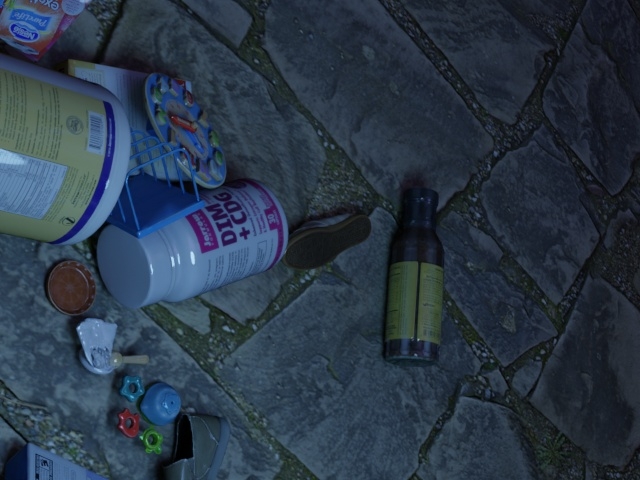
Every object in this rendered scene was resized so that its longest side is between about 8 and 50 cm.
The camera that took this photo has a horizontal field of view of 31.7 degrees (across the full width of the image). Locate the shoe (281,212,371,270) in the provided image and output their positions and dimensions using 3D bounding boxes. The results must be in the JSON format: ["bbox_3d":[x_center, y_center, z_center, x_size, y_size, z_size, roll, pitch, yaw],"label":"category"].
[{"bbox_3d":[0.000,0.000,2.056,0.219,0.058,0.077,-20,115,-41],"label":"shoe"}]

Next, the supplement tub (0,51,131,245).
[{"bbox_3d":[-0.451,-0.135,1.511,0.331,0.241,0.241,15,71,-41],"label":"supplement tub"}]

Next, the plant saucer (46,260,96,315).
[{"bbox_3d":[-0.377,0.072,1.698,0.083,0.013,0.084,12,73,-43],"label":"plant saucer"}]

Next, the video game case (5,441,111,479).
[{"bbox_3d":[-0.319,0.437,1.545,0.244,0.061,0.270,35,23,-33],"label":"video game case"}]

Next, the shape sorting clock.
[{"bbox_3d":[-0.211,-0.175,1.777,0.206,0.040,0.206,48,27,-34],"label":"shape sorting clock"}]

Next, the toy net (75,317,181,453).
[{"bbox_3d":[-0.306,0.217,1.716,0.232,0.045,0.122,49,53,-23],"label":"toy net"}]

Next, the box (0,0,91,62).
[{"bbox_3d":[-0.414,-0.383,1.594,0.122,0.128,0.257,34,21,-33],"label":"box"}]

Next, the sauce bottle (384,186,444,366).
[{"bbox_3d":[0.187,0.069,2.176,0.111,0.111,0.345,21,68,-39],"label":"sauce bottle"}]

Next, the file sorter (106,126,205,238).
[{"bbox_3d":[-0.275,-0.093,1.668,0.118,0.170,0.105,-29,125,-30],"label":"file sorter"}]

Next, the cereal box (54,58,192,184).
[{"bbox_3d":[-0.308,-0.185,1.796,0.240,0.047,0.173,5,79,-44],"label":"cereal box"}]

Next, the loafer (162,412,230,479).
[{"bbox_3d":[-0.215,0.378,1.743,0.087,0.094,0.251,33,50,-29],"label":"loafer"}]

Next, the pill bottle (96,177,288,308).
[{"bbox_3d":[-0.200,0.005,1.779,0.283,0.160,0.160,-20,95,-45],"label":"pill bottle"}]
